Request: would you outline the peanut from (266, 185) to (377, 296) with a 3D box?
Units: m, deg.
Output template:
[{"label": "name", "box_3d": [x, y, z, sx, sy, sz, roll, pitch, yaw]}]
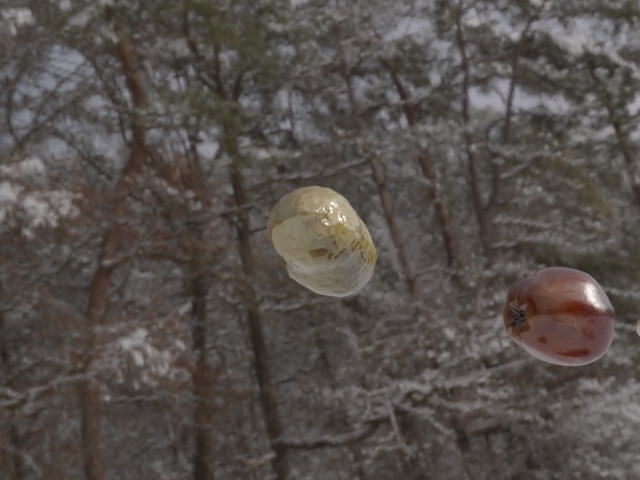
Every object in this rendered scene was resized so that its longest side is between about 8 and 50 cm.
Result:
[{"label": "peanut", "box_3d": [0.000, 0.000, 1.467, 0.129, 0.129, 0.224, -18, -30, 10]}]

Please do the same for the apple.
[{"label": "apple", "box_3d": [0.376, 0.121, 1.703, 0.158, 0.156, 0.147, -1, 3, -31]}]

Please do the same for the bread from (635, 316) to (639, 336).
[{"label": "bread", "box_3d": [0.441, 0.139, 1.203, 0.039, 0.182, 0.251, -42, -7, -11]}]
